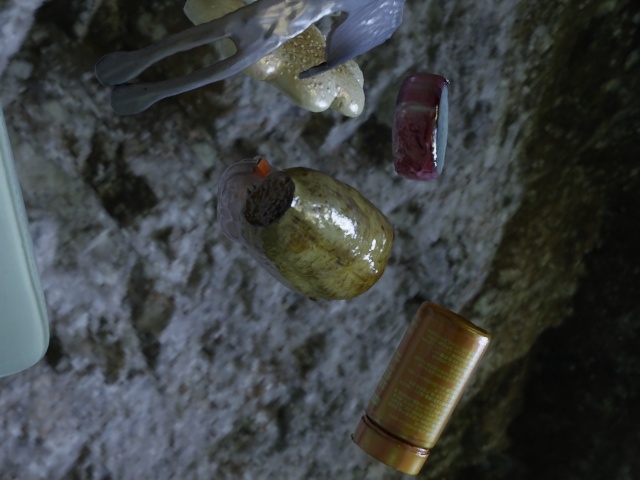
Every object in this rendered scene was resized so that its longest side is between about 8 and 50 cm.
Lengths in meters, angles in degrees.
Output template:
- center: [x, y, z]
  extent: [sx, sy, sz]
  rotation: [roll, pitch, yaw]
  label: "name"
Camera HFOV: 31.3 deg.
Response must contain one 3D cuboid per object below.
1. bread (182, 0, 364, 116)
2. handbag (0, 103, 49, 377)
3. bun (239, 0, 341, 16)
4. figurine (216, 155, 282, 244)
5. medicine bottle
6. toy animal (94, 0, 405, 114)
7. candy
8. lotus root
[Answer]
- center: [-0.061, -0.283, 1.631]
  extent: [0.316, 0.316, 0.054]
  rotation: [38, -68, 9]
  label: "bread"
- center: [-0.234, -0.003, 0.475]
  extent: [0.256, 0.219, 0.079]
  rotation: [98, -28, -52]
  label: "handbag"
- center: [0.004, -0.426, 1.272]
  extent: [0.227, 0.349, 0.352]
  rotation: [60, 2, 28]
  label: "bun"
- center: [-0.066, -0.038, 1.458]
  extent: [0.112, 0.137, 0.229]
  rotation: [-6, -17, 22]
  label: "figurine"
- center: [0.122, 0.176, 1.380]
  extent: [0.096, 0.096, 0.192]
  rotation: [30, -84, 18]
  label: "medicine bottle"
- center: [-0.004, -0.226, 0.969]
  extent: [0.302, 0.284, 0.225]
  rotation: [-13, -67, 31]
  label: "toy animal"
- center: [0.096, -0.106, 1.071]
  extent: [0.043, 0.103, 0.103]
  rotation: [6, -53, 14]
  label: "candy"
- center: [0.000, 0.000, 1.011]
  extent: [0.110, 0.258, 0.097]
  rotation: [-39, -110, 9]
  label: "lotus root"
